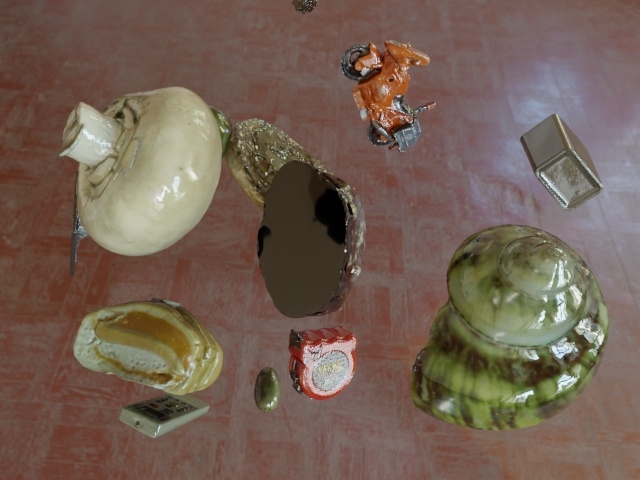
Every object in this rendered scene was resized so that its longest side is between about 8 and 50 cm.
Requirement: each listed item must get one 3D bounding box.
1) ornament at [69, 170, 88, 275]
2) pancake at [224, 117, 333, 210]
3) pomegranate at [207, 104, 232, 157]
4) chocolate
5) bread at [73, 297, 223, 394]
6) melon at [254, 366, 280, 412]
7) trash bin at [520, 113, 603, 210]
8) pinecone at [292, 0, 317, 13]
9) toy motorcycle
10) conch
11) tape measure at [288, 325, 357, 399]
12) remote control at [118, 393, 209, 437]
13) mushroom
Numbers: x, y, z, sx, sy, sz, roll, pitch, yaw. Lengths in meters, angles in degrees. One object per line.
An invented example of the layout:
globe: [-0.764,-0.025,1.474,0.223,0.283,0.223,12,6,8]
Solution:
ornament: [-0.405,-0.034,1.035,0.195,0.166,0.153,2,55,-26]
pancake: [-0.095,-0.176,1.368,0.386,0.082,0.387,29,39,-27]
pomegranate: [-0.277,-0.238,1.173,0.130,0.152,0.191,20,16,-18]
chocolate: [0.000,0.000,1.155,0.225,0.210,0.341,3,91,25]
bread: [-0.405,0.264,1.310,0.300,0.341,0.210,16,78,15]
melon: [-0.194,0.545,1.845,0.099,0.099,0.162,1,55,-4]
trash bin: [0.626,-0.207,1.318,0.164,0.122,0.241,45,32,-12]
pinecone: [-0.041,-0.698,1.456,0.077,0.077,0.083,26,33,14]
toy motorcycle: [0.199,-0.400,1.361,0.221,0.326,0.148,-19,40,12]
conch: [0.163,0.078,0.435,0.187,0.182,0.124,-36,31,-18]
tape measure: [0.001,0.418,1.735,0.253,0.261,0.114,-2,15,-31]
remote control: [-0.406,0.453,1.349,0.123,0.285,0.038,20,89,17]
mushroom: [-0.251,-0.109,0.689,0.246,0.202,0.246,-18,59,31]
